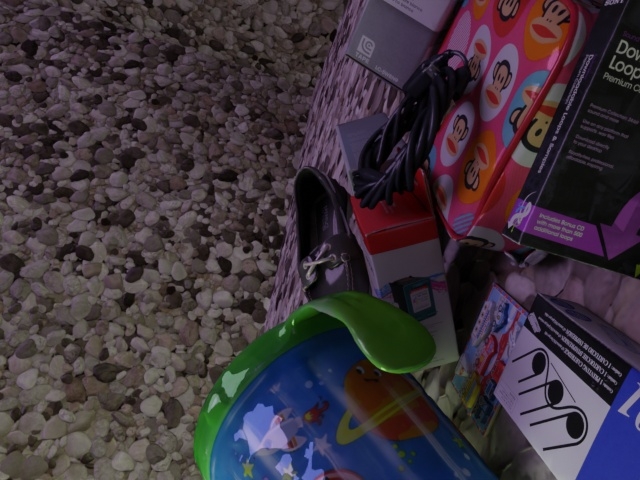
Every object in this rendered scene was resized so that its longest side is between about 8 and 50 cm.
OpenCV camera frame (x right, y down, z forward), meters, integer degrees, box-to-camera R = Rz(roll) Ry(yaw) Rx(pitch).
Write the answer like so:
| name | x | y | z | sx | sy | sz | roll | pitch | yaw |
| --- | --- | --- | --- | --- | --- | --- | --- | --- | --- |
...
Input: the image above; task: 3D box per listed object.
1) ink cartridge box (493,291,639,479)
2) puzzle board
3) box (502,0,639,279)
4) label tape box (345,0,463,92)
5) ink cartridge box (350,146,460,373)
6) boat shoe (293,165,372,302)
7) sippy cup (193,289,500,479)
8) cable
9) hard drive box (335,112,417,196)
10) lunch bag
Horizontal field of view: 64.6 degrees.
| name | x | y | z | sx | sy | sz | roll | pitch | yaw |
| --- | --- | --- | --- | --- | --- | --- | --- | --- | --- |
| ink cartridge box | 0.190 | 0.120 | 0.323 | 0.207 | 0.046 | 0.097 | -111 | 37 | -73 |
| puzzle board | 0.172 | 0.117 | 0.518 | 0.096 | 0.011 | 0.128 | -109 | 36 | -72 |
| box | 0.202 | -0.060 | 0.323 | 0.029 | 0.115 | 0.162 | -113 | 40 | -71 |
| label tape box | 0.184 | -0.374 | 0.617 | 0.240 | 0.105 | 0.334 | -41 | -17 | -44 |
| ink cartridge box | 0.093 | 0.021 | 0.595 | 0.134 | 0.077 | 0.231 | -101 | -4 | -68 |
| boat shoe | 0.000 | 0.000 | 0.781 | 0.112 | 0.095 | 0.335 | -37 | 32 | 22 |
| sippy cup | 0.036 | 0.216 | 0.455 | 0.240 | 0.306 | 0.224 | -43 | 43 | -10 |
| cable | 0.084 | -0.097 | 0.519 | 0.184 | 0.047 | 0.151 | -40 | 28 | 61 |
| hard drive box | 0.093 | -0.074 | 0.775 | 0.232 | 0.089 | 0.181 | -94 | -11 | -64 |
| lunch bag | 0.179 | -0.122 | 0.519 | 0.293 | 0.120 | 0.258 | -90 | 18 | -54 |
